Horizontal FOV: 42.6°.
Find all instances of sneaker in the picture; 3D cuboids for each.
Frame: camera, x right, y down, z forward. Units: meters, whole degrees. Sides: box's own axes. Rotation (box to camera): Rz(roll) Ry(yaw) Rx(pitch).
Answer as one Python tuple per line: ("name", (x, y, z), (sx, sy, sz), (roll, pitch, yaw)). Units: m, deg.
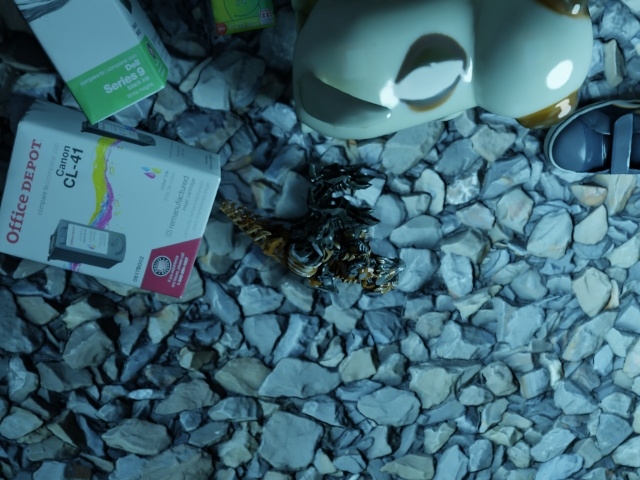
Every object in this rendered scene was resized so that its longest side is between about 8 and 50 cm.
("sneaker", (0.547, -0.171, 1.377), (0.321, 0.127, 0.126), (-10, 116, -2))

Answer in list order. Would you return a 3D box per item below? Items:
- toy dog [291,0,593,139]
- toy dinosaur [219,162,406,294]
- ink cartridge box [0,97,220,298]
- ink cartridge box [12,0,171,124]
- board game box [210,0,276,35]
("toy dog", (0.166, -0.280, 1.132), (0.407, 0.395, 0.285), (-3, 111, 1))
("toy dinosaur", (0.000, 0.000, 1.367), (0.322, 0.164, 0.218), (5, 131, -33))
("ink cartridge box", (-0.333, -0.062, 1.295), (0.306, 0.131, 0.226), (15, 110, -15))
("ink cartridge box", (-0.332, -0.333, 1.132), (0.121, 0.211, 0.289), (-26, 114, 4))
("board game box", (-0.127, -0.406, 1.222), (0.092, 0.043, 0.181), (-11, 114, -3))
